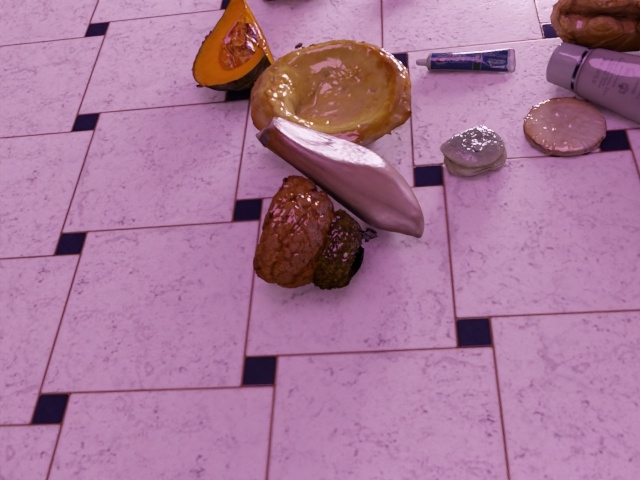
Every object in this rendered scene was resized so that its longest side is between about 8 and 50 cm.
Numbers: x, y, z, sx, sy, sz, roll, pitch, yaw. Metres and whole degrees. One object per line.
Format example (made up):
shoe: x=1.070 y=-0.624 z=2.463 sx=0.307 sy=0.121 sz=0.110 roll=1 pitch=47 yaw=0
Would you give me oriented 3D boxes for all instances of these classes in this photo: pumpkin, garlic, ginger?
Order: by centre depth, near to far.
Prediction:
garlic: x=0.037 y=-0.110 z=1.230 sx=0.318 sy=0.143 sz=0.112 roll=26 pitch=91 yaw=-5
ginger: x=0.625 y=-0.442 z=1.375 sx=0.375 sy=0.236 sz=0.166 roll=-19 pitch=80 yaw=4
pumpkin: x=-0.189 y=-0.391 z=1.571 sx=0.163 sy=0.111 sz=0.278 roll=-27 pitch=52 yaw=9

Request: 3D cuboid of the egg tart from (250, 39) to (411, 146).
egg tart: x=0.023 y=-0.253 z=1.399 sx=0.315 sy=0.120 sz=0.315 roll=-5 pitch=53 yaw=6

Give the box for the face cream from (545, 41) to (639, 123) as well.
face cream: x=0.563 y=-0.276 z=1.325 sx=0.314 sy=0.089 sz=0.143 roll=28 pitch=100 yaw=30

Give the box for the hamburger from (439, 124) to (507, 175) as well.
hamburger: x=0.282 y=-0.156 z=1.316 sx=0.121 sy=0.054 sz=0.084 roll=-29 pitch=51 yaw=-21

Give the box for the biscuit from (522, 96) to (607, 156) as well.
biscuit: x=0.443 y=-0.209 z=1.345 sx=0.152 sy=0.020 sz=0.152 roll=-5 pitch=51 yaw=6

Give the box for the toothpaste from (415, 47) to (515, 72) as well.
toothpaste: x=0.291 y=-0.360 z=1.486 sx=0.197 sy=0.035 sz=0.057 roll=1 pitch=68 yaw=10

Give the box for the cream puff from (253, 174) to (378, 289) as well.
cream puff: x=0.000 y=0.000 z=1.184 sx=0.169 sy=0.183 sz=0.183 roll=19 pitch=57 yaw=9
